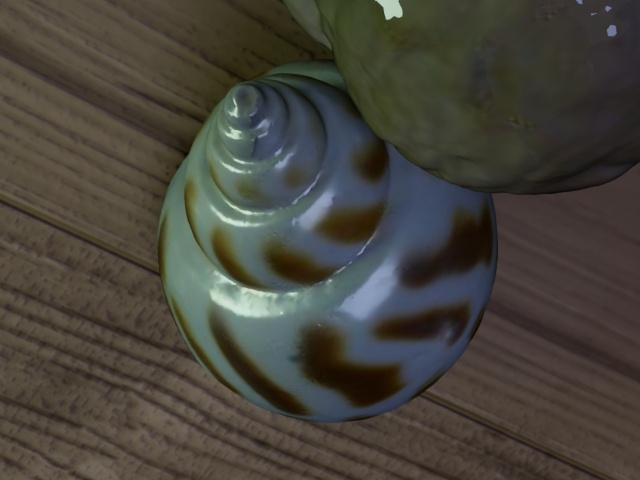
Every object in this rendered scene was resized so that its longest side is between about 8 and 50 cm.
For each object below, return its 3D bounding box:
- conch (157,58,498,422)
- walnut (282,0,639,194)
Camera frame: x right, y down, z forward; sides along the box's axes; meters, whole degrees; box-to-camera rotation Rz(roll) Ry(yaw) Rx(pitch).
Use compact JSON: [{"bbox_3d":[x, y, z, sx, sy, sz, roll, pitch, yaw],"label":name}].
[{"bbox_3d":[0.000,0.000,0.956,0.182,0.149,0.275,-22,128,2],"label":"conch"},{"bbox_3d":[0.090,-0.145,0.804,0.248,0.248,0.248,-4,126,-5],"label":"walnut"}]
